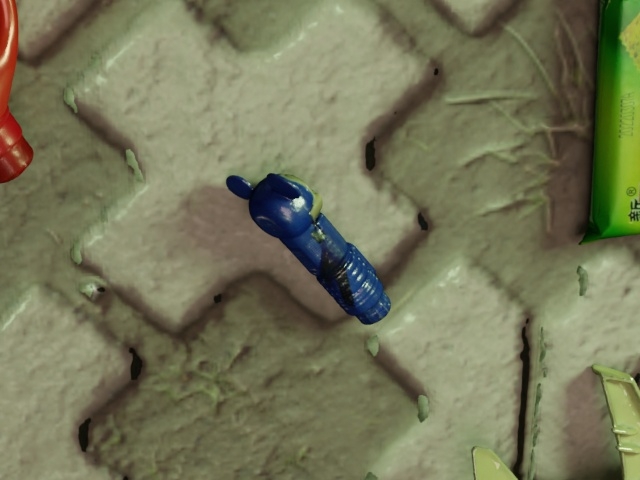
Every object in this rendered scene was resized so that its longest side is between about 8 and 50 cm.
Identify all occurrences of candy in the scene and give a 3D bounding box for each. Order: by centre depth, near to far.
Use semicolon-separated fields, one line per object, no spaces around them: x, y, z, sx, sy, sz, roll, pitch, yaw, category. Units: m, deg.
0.195;-0.079;0.974;0.102;0.032;0.178;-4;114;-8;candy

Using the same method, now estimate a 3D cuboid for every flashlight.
0.000;0.000;0.974;0.121;0.057;0.035;47;61;-30;flashlight

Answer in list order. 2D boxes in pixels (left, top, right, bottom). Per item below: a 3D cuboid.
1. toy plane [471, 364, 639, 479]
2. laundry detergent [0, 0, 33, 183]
0.191;0.198;1.067;0.244;0.092;0.229;12;97;-12;toy plane
-0.194;-0.103;0.888;0.097;0.049;0.165;-34;118;-4;laundry detergent
